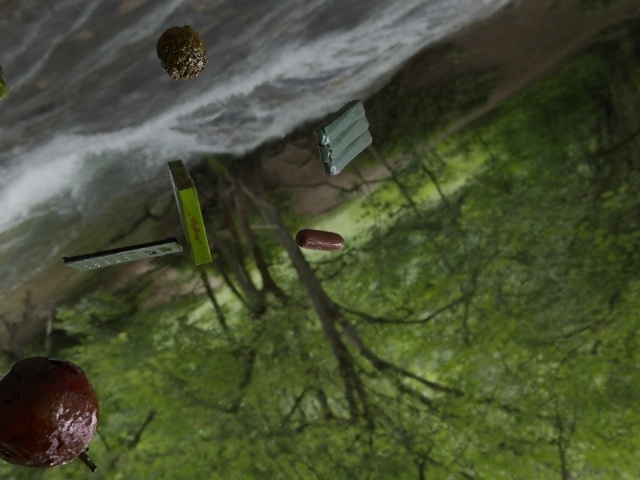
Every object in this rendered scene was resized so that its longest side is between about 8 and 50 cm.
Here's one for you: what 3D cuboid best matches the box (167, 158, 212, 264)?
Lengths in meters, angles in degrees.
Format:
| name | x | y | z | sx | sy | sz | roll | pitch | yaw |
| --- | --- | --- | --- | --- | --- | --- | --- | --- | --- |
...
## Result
| name | x | y | z | sx | sy | sz | roll | pitch | yaw |
| --- | --- | --- | --- | --- | --- | --- | --- | --- | --- |
| box | -0.329 | -0.080 | 1.659 | 0.047 | 0.187 | 0.335 | -13 | -159 | -12 |

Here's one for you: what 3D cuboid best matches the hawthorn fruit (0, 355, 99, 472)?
| name | x | y | z | sx | sy | sz | roll | pitch | yaw |
| --- | --- | --- | --- | --- | --- | --- | --- | --- | --- |
| hawthorn fruit | -0.520 | 0.347 | 1.295 | 0.230 | 0.266 | 0.210 | -32 | -160 | 37 |

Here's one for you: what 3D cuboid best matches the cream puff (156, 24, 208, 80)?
| name | x | y | z | sx | sy | sz | roll | pitch | yaw |
| --- | --- | --- | --- | --- | --- | --- | --- | --- | --- |
| cream puff | -0.354 | -0.478 | 1.733 | 0.126 | 0.103 | 0.144 | -23 | 145 | -8 |

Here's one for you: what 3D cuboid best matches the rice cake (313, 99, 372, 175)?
| name | x | y | z | sx | sy | sz | roll | pitch | yaw |
| --- | --- | --- | --- | --- | --- | --- | --- | --- | --- |
| rice cake | 0.050 | -0.230 | 1.484 | 0.038 | 0.124 | 0.211 | 0 | -147 | 29 |

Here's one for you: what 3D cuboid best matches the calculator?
| name | x | y | z | sx | sy | sz | roll | pitch | yaw |
| --- | --- | --- | --- | --- | --- | --- | --- | --- | --- |
| calculator | -0.459 | 0.032 | 1.586 | 0.262 | 0.021 | 0.161 | -11 | 172 | -5 |

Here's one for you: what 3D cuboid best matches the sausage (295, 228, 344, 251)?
| name | x | y | z | sx | sy | sz | roll | pitch | yaw |
| --- | --- | --- | --- | --- | --- | --- | --- | --- | --- |
| sausage | 0.000 | 0.000 | 1.999 | 0.154 | 0.062 | 0.062 | 8 | 147 | -33 |

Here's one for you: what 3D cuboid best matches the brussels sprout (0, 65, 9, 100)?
| name | x | y | z | sx | sy | sz | roll | pitch | yaw |
| --- | --- | --- | --- | --- | --- | --- | --- | --- | --- |
| brussels sprout | -0.965 | -0.453 | 1.879 | 0.144 | 0.161 | 0.180 | -43 | 148 | -3 |
